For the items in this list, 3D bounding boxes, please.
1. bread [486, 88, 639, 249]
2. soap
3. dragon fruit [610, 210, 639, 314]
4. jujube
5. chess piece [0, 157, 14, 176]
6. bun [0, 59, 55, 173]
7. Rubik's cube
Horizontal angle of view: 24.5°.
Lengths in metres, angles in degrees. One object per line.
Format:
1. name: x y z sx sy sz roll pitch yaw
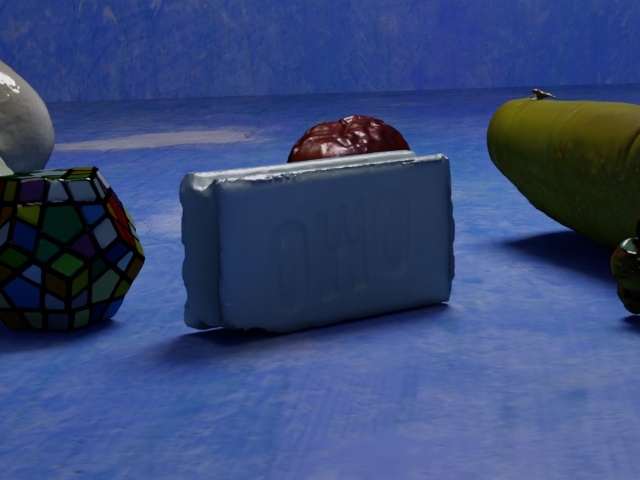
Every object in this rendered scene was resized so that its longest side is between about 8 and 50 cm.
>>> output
1. bread: 0.264 -0.042 1.200 0.166 0.112 0.383 24 0 -21
2. soap: 0.000 0.000 1.043 0.198 0.114 0.063 -9 12 -32
3. dragon fruit: 0.272 0.000 0.972 0.175 0.142 0.138 -22 25 53
4. jujube: 0.024 -0.072 1.482 0.112 0.109 0.176 -35 0 23
5. chess piece: -0.346 -0.041 1.362 0.144 0.144 0.251 -7 17 -24
6. bun: -0.427 -0.127 1.716 0.231 0.231 0.133 4 43 31
7. Rubik's cube: -0.194 0.006 1.067 0.133 0.133 0.112 0 37 15
